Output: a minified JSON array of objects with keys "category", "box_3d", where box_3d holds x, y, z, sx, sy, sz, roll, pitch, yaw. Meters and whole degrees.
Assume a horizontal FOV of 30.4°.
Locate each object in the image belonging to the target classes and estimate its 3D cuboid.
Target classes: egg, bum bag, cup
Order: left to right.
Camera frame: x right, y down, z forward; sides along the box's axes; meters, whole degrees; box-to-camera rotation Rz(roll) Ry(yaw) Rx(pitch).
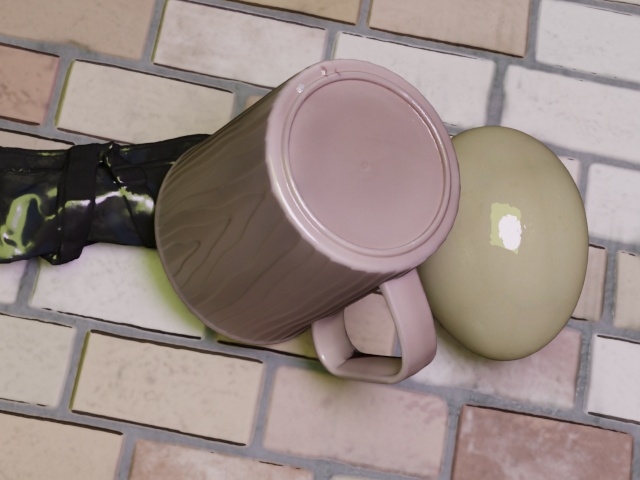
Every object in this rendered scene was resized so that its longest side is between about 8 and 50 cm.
[{"category":"bum bag","box_3d":[-0.223,-0.044,1.240,0.309,0.074,0.137,-4,72,-10]},{"category":"cup","box_3d":[-0.017,-0.002,1.124,0.208,0.273,0.288,5,72,-28]},{"category":"egg","box_3d":[0.181,0.002,1.207,0.185,0.186,0.242,-8,83,-8]}]
